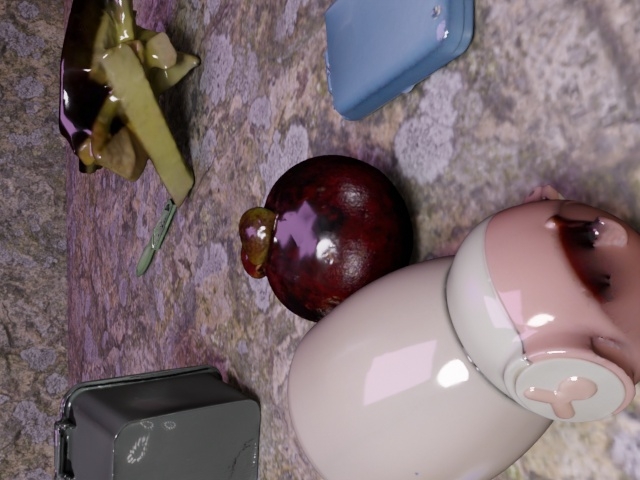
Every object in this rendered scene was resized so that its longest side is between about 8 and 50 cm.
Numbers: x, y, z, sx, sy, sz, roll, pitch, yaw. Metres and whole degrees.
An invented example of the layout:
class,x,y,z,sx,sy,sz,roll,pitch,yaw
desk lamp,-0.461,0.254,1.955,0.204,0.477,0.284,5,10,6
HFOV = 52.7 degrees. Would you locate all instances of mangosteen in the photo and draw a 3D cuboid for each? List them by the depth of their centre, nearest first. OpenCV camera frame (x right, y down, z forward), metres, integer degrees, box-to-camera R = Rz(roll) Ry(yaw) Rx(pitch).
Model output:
class,x,y,z,sx,sy,sz,roll,pitch,yaw
mangosteen,0.000,0.000,0.551,0.152,0.153,0.152,-4,86,61

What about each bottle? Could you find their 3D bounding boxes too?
class,x,y,z,sx,sy,sz,roll,pitch,yaw
bottle,0.096,0.064,0.389,0.236,0.148,0.147,-44,51,42

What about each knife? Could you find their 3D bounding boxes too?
class,x,y,z,sx,sy,sz,roll,pitch,yaw
knife,-0.327,0.004,1.275,0.293,0.020,0.043,-51,44,47

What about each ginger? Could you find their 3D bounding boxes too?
class,x,y,z,sx,sy,sz,roll,pitch,yaw
ginger,-0.313,-0.261,1.122,0.358,0.212,0.412,132,142,-68

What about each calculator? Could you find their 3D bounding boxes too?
class,x,y,z,sx,sy,sz,roll,pitch,yaw
calculator,0.061,-0.185,0.558,0.210,0.039,0.120,-22,71,58

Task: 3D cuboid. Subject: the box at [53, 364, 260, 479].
class,x,y,z,sx,sy,sz,roll,pitch,yaw
box,-0.194,0.258,0.819,0.135,0.244,0.163,5,93,49
